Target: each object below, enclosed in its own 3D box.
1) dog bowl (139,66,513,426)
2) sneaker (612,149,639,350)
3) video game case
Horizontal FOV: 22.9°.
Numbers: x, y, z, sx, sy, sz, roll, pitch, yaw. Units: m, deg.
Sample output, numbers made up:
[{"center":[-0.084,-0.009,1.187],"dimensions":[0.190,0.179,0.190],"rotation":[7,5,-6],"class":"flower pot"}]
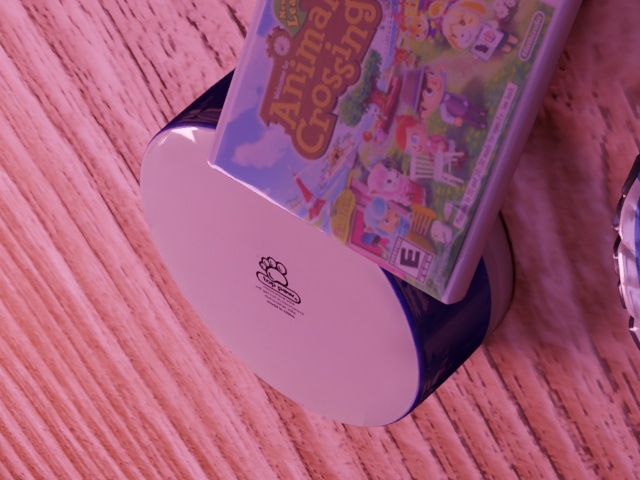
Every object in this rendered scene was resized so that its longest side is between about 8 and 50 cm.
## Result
[{"center":[0.000,0.000,1.109],"dimensions":[0.265,0.104,0.265],"rotation":[32,147,25],"class":"dog bowl"},{"center":[0.278,0.058,0.829],"dimensions":[0.147,0.130,0.330],"rotation":[-22,111,44],"class":"sneaker"},{"center":[0.038,-0.099,0.916],"dimensions":[0.193,0.023,0.212],"rotation":[31,113,28],"class":"video game case"}]
